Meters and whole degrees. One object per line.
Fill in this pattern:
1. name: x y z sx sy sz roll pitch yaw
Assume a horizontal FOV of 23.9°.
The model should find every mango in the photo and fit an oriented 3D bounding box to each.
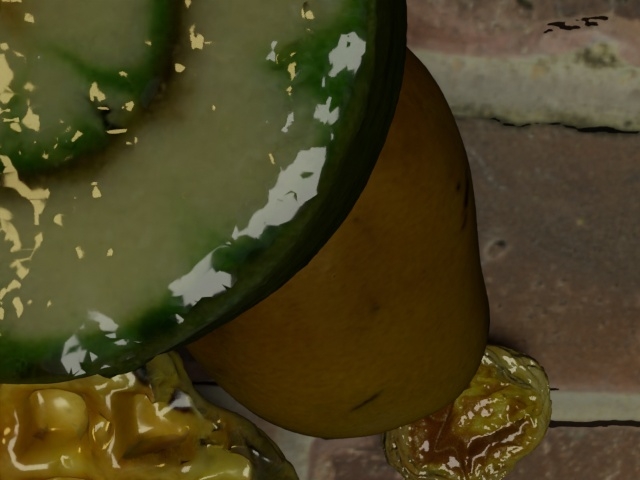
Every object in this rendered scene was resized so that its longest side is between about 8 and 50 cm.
1. mango: 0.000 0.000 0.925 0.211 0.173 0.317 -36 125 -10

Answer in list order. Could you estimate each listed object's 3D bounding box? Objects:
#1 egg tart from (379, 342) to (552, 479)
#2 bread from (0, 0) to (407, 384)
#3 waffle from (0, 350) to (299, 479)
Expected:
1. egg tart: 0.102 0.126 1.083 0.130 0.052 0.130 -6 116 -13
2. bread: -0.142 -0.119 0.756 0.366 0.129 0.382 21 94 11
3. waffle: -0.197 0.212 0.960 0.380 0.095 0.382 -42 95 10
